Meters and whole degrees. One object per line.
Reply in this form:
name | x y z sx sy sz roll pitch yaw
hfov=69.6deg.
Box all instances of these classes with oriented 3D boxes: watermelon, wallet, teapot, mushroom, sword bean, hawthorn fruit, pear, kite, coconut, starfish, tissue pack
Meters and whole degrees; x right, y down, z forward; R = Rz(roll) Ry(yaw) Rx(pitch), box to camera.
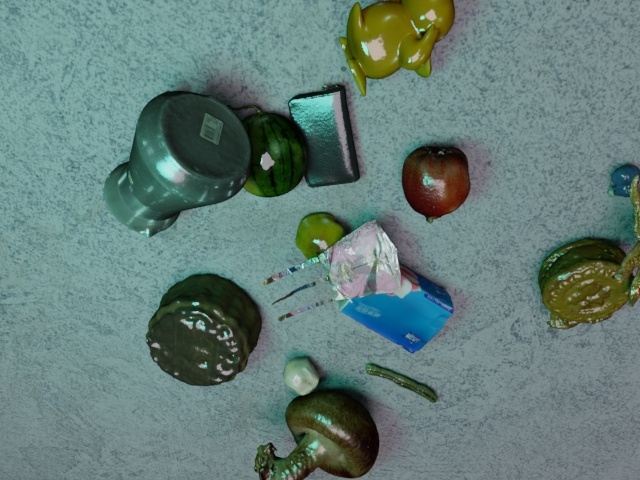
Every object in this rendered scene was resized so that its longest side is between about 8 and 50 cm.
watermelon | -0.142 -0.203 1.124 0.204 0.127 0.232 7 122 14
wallet | 0.010 -0.253 1.139 0.149 0.044 0.250 -8 117 13
teapot | -0.343 -0.183 1.054 0.344 0.253 0.300 -24 72 43
mushroom | 0.000 0.644 1.467 0.334 0.356 0.331 6 107 34
sword bean | 0.268 0.467 1.515 0.269 0.038 0.043 26 92 -10
hawthorn fruit | 0.279 -0.135 1.125 0.168 0.169 0.188 3 121 2
pear | 0.000 0.000 1.243 0.141 0.104 0.141 0 116 0
kite | 0.031 0.090 1.204 0.360 0.022 0.204 -20 103 6
coconut | -0.065 0.426 1.474 0.110 0.110 0.124 -29 117 18
starfish | 0.796 0.009 1.127 0.299 0.060 0.302 40 70 -37
tissue pack | 0.209 0.180 1.305 0.269 0.137 0.209 32 116 -13

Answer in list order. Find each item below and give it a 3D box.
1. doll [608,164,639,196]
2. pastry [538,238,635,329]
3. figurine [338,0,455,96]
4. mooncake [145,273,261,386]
doll | 0.764 -0.149 1.145 0.076 0.050 0.083 -15 115 7
pastry | 0.721 0.114 1.254 0.240 0.132 0.235 -14 125 18
figurine | 0.158 -0.428 0.958 0.228 0.215 0.215 -10 118 -6
mooncake | -0.345 0.275 1.366 0.323 0.187 0.324 2 117 4
